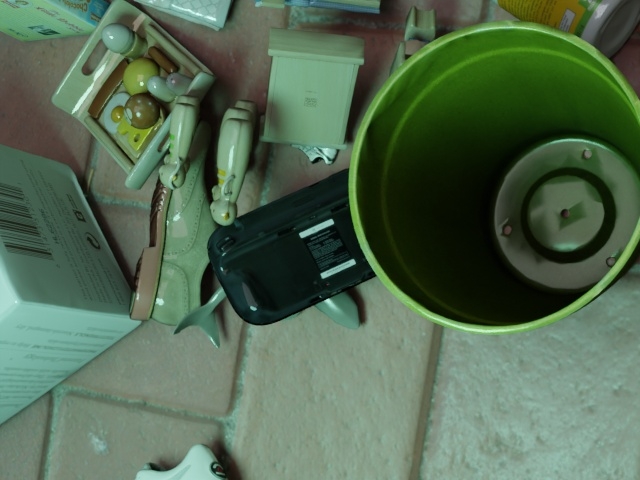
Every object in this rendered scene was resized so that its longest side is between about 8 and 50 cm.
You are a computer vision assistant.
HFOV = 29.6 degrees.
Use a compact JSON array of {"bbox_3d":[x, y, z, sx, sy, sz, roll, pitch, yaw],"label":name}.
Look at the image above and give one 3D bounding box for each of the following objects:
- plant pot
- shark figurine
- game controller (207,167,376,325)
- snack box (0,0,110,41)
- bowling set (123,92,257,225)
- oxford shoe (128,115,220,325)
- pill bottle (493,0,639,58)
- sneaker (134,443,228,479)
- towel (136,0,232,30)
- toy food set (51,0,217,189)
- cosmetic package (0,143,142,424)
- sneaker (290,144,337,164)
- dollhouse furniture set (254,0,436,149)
[{"bbox_3d":[0.274,-0.053,1.550,0.366,0.353,0.367,-4,81,25],"label":"plant pot"},{"bbox_3d":[-0.087,0.064,1.832,0.278,0.116,0.166,-8,77,15],"label":"shark figurine"},{"bbox_3d":[0.000,0.000,1.767,0.319,0.067,0.166,-24,81,-12],"label":"game controller"},{"bbox_3d":[-0.515,-0.408,1.991,0.187,0.322,0.060,-1,80,25],"label":"snack box"},{"bbox_3d":[-0.197,-0.133,1.805,0.199,0.287,0.154,11,103,0],"label":"bowling set"},{"bbox_3d":[-0.210,-0.030,1.936,0.130,0.123,0.348,14,80,-11],"label":"oxford shoe"},{"bbox_3d":[0.320,-0.362,1.686,0.245,0.136,0.136,40,101,24],"label":"pill bottle"},{"bbox_3d":[-0.270,0.435,1.898,0.330,0.122,0.146,-34,52,19],"label":"sneaker"},{"bbox_3d":[-0.247,-0.539,1.930,0.317,0.053,0.332,19,93,-12],"label":"towel"},{"bbox_3d":[-0.314,-0.244,1.967,0.220,0.092,0.306,-55,46,10],"label":"toy food set"},{"bbox_3d":[-0.571,0.085,1.921,0.393,0.327,0.329,-35,70,17],"label":"cosmetic package"},{"bbox_3d":[-0.015,-0.139,1.879,0.083,0.032,0.037,15,90,27],"label":"sneaker"},{"bbox_3d":[0.037,-0.319,1.856,0.286,0.198,0.303,6,55,-4],"label":"dollhouse furniture set"}]
